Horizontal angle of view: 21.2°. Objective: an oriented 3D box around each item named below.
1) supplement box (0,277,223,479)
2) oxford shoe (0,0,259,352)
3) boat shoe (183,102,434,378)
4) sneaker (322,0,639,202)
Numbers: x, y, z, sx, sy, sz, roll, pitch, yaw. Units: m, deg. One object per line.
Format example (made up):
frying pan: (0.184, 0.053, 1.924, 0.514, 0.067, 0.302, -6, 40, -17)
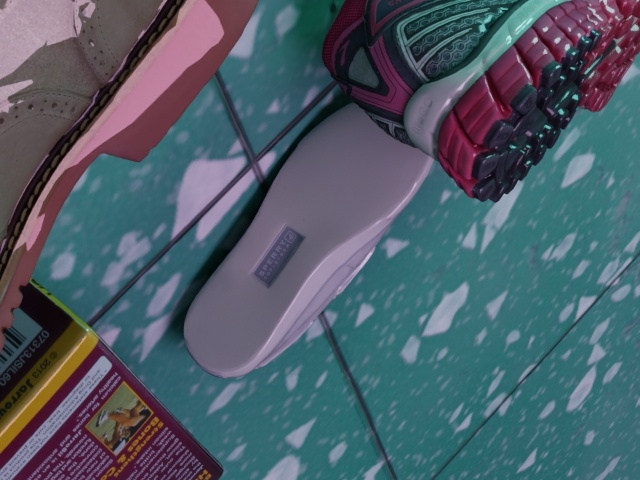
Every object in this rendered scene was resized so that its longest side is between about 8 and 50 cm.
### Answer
supplement box: (-0.133, 0.095, 0.809, 0.104, 0.081, 0.188, -48, 151, -10)
oxford shoe: (-0.168, -0.022, 0.619, 0.348, 0.123, 0.130, -56, 136, -6)
boat shoe: (0.000, 0.000, 0.926, 0.184, 0.066, 0.063, -57, 167, 0)
sneaker: (0.115, -0.130, 0.913, 0.299, 0.112, 0.121, -36, 155, -53)
